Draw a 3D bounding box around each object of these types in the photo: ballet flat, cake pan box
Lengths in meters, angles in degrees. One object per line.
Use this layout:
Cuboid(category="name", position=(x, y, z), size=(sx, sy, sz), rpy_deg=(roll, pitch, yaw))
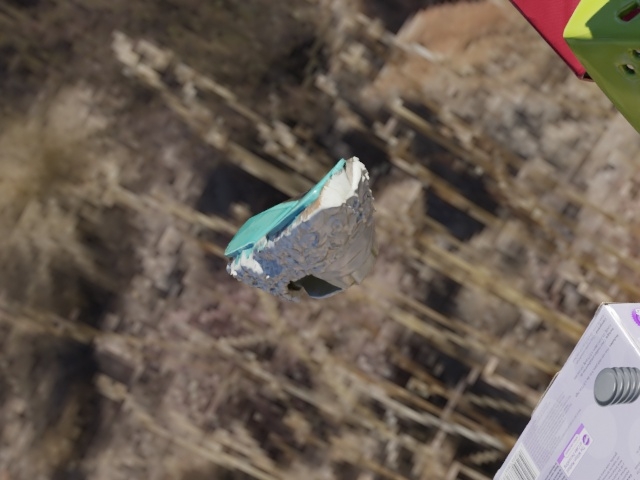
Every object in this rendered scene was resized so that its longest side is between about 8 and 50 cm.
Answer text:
Cuboid(category="ballet flat", position=(0.000, 0.000, 2.093), size=(0.147, 0.147, 0.409), rpy_deg=(-66, 11, -13))
Cuboid(category="cake pan box", position=(0.287, 0.234, 1.663), size=(0.246, 0.070, 0.267), rpy_deg=(60, 137, 40))

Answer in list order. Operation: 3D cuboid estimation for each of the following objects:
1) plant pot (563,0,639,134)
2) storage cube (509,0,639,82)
Cuboid(category="plant pot", position=(0.396, -0.195, 1.598), size=(0.207, 0.227, 0.228), rpy_deg=(10, 63, 55))
Cuboid(category="storage cube", position=(0.285, -0.297, 1.871), size=(0.183, 0.193, 0.215), rpy_deg=(-43, -7, 15))
